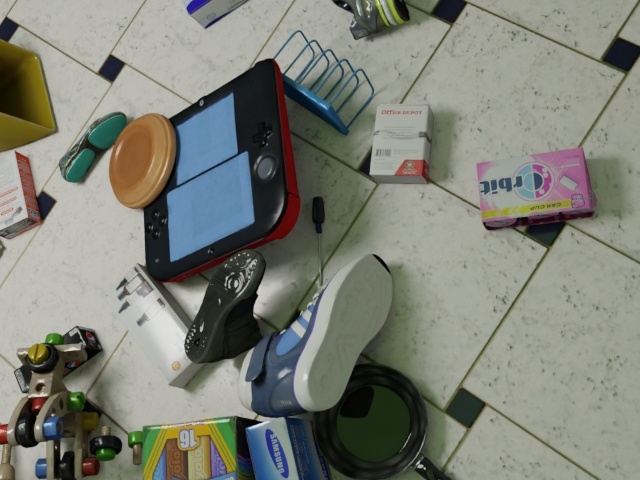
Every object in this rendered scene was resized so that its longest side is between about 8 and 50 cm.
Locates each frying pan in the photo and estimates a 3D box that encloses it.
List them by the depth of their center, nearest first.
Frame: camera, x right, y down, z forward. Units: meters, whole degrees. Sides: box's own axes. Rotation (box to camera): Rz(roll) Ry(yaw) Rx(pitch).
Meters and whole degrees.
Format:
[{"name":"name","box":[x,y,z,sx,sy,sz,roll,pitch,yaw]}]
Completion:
[{"name":"frying pan","box":[0.145,0.322,1.421,0.326,0.053,0.197,14,81,18]}]

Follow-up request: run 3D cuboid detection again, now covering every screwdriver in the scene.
[{"name":"screwdriver","box":[0.000,0.000,1.578,0.025,0.024,0.169,-21,68,45]}]

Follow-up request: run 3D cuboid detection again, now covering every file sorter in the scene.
[{"name":"file sorter","box":[0.001,-0.301,1.606,0.170,0.118,0.104,38,88,25]}]

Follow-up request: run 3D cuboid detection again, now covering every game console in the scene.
[{"name":"game console","box":[-0.203,-0.120,1.600,0.387,0.060,0.342,-22,69,36]}]

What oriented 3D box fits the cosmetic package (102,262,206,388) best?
[{"name":"cosmetic package","box":[-0.310,0.161,1.630,0.099,0.060,0.239,-46,65,5]}]

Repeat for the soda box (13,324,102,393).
[{"name":"soda box","box":[-0.520,0.238,1.689,0.169,0.060,0.053,-35,69,9]}]

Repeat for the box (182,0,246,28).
[{"name":"box","box":[-0.232,-0.539,1.781,0.126,0.072,0.137,-31,68,11]}]

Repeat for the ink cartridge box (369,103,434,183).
[{"name":"ink cartridge box","box":[0.149,-0.175,1.548,0.099,0.056,0.135,3,78,21]}]

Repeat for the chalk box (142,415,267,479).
[{"name":"chalk box","box":[-0.180,0.454,1.437,0.179,0.180,0.288,-9,72,18]}]

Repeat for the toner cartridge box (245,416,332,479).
[{"name":"toner cartridge box","box":[-0.021,0.468,1.382,0.075,0.165,0.347,-20,70,13]}]

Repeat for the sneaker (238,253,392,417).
[{"name":"sneaker","box":[-0.029,0.164,1.487,0.236,0.130,0.322,-13,39,45]}]

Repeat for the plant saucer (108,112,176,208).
[{"name":"plant saucer","box":[-0.364,-0.163,1.707,0.200,0.037,0.200,-14,68,40]}]

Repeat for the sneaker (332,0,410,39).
[{"name":"sneaker","box":[0.060,-0.521,1.650,0.121,0.111,0.300,-29,66,16]}]

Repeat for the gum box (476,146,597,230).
[{"name":"gum box","box":[0.366,-0.086,1.439,0.188,0.062,0.107,-8,74,19]}]

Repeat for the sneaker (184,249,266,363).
[{"name":"sneaker","box":[-0.146,0.120,1.533,0.087,0.130,0.227,33,102,34]}]

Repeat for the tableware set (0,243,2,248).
[{"name":"tableware set","box":[-0.767,0.045,1.857,0.141,0.020,0.168,26,87,27]}]

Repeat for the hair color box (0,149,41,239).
[{"name":"hair color box","box":[-0.668,-0.098,1.839,0.093,0.053,0.167,-23,68,12]}]

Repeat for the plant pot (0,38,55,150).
[{"name":"plant pot","box":[-0.737,-0.303,1.847,0.187,0.212,0.212,-30,67,25]}]

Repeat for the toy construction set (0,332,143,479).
[{"name":"toy construction set","box":[-0.526,0.319,1.603,0.309,0.257,0.237,-24,53,22]}]

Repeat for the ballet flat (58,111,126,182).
[{"name":"ballet flat","box":[-0.487,-0.208,1.797,0.188,0.070,0.070,-47,65,0]}]
